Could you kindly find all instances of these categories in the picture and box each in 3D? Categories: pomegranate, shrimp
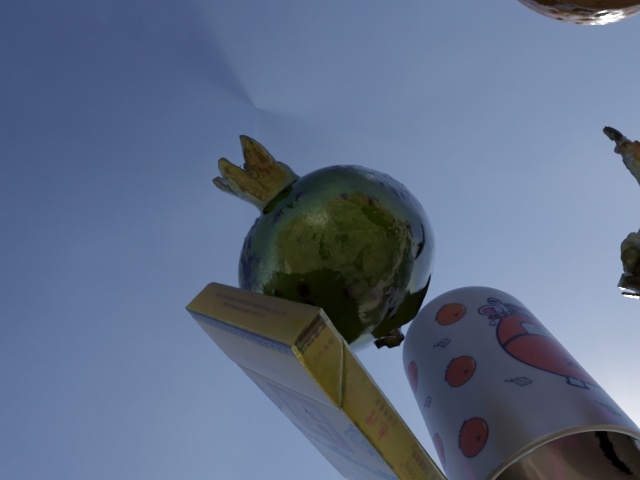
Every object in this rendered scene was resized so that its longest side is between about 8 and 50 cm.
[{"bbox_3d":[0.000,0.000,0.572,0.211,0.211,0.263,-39,-99,3],"label":"pomegranate"},{"bbox_3d":[0.421,-0.016,0.655,0.185,0.287,0.068,32,-40,-11],"label":"shrimp"}]

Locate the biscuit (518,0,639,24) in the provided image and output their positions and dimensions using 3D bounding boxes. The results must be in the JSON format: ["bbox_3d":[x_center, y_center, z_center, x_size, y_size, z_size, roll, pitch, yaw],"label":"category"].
[{"bbox_3d":[0.321,-0.230,0.364,0.431,0.064,0.283,-6,-93,8],"label":"biscuit"}]

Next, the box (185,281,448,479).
[{"bbox_3d":[0.012,0.150,0.487,0.041,0.153,0.279,-49,-58,-24],"label":"box"}]

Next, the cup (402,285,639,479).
[{"bbox_3d":[0.231,0.206,0.715,0.212,0.317,0.212,-4,-64,-8],"label":"cup"}]
